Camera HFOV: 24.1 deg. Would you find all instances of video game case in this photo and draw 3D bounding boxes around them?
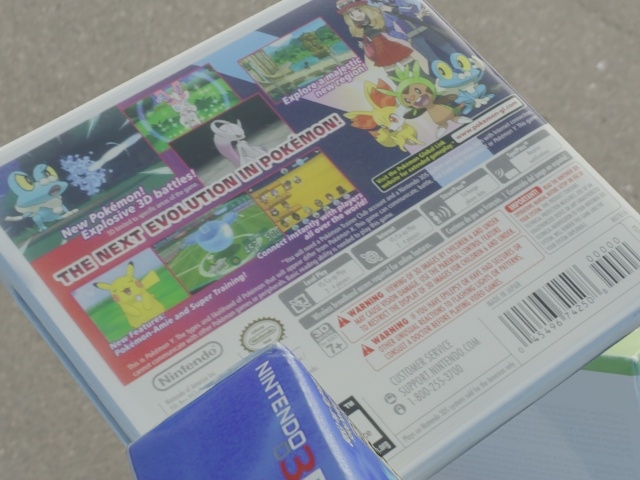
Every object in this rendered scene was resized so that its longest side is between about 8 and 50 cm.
[{"bbox_3d":[0.069,0.180,0.358,0.061,0.269,0.244,-36,122,3],"label":"video game case"},{"bbox_3d":[0.000,0.000,0.533,0.201,0.023,0.183,-32,67,-24],"label":"video game case"}]

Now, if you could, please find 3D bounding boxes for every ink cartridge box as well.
[{"bbox_3d":[0.125,0.149,0.827,0.056,0.171,0.235,-34,119,-44],"label":"ink cartridge box"}]
